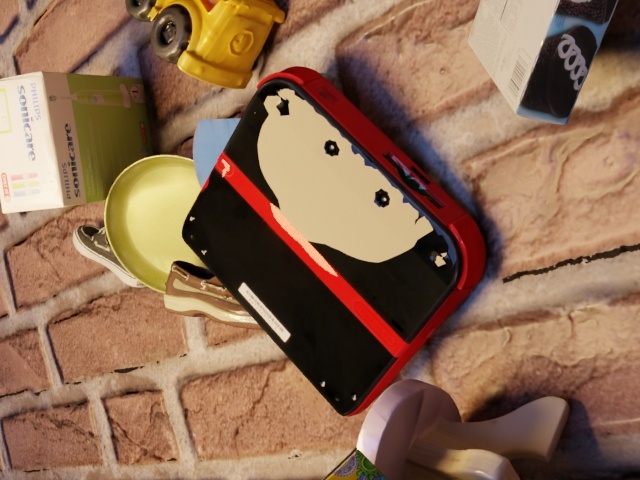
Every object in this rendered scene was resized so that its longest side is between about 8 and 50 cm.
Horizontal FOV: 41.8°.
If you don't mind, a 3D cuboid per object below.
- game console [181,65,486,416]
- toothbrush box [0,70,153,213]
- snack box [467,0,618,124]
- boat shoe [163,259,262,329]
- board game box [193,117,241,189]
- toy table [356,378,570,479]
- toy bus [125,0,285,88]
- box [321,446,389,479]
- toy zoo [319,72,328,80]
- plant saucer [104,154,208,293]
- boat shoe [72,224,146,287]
[{"bbox_3d":[0.000,0.000,1.115,0.386,0.060,0.342,46,127,17],"label":"game console"},{"bbox_3d":[-0.403,-0.165,1.389,0.122,0.283,0.206,-5,97,19],"label":"toothbrush box"},{"bbox_3d":[0.231,-0.293,0.767,0.187,0.060,0.322,-100,21,-55],"label":"snack box"},{"bbox_3d":[-0.136,0.076,1.285,0.257,0.095,0.095,6,96,27],"label":"boat shoe"},{"bbox_3d":[-0.127,-0.116,1.244,0.169,0.033,0.133,7,107,47],"label":"board game box"},{"bbox_3d":[0.162,0.272,0.946,0.161,0.274,0.252,16,77,34],"label":"toy table"},{"bbox_3d":[-0.155,-0.361,1.204,0.211,0.149,0.220,-52,58,26],"label":"toy bus"},{"bbox_3d":[0.056,0.406,0.834,0.279,0.177,0.290,42,152,19],"label":"box"},{"bbox_3d":[-0.035,-0.098,1.197,0.192,0.030,0.293,34,118,37],"label":"toy zoo"},{"bbox_3d":[-0.231,-0.026,1.359,0.241,0.037,0.241,4,111,11],"label":"plant saucer"},{"bbox_3d":[-0.390,0.009,1.591,0.219,0.078,0.070,29,120,31],"label":"boat shoe"}]
